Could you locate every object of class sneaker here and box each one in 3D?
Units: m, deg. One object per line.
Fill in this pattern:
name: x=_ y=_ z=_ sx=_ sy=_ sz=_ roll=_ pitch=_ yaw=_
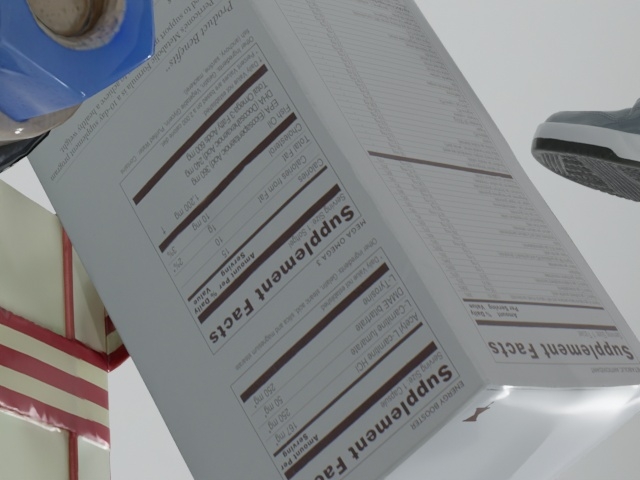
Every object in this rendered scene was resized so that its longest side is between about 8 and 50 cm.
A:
sneaker: x=0.316 y=-0.120 z=1.440 sx=0.124 sy=0.295 sz=0.178 roll=42 pitch=58 yaw=-63

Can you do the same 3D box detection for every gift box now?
gift box: x=-0.236 y=0.098 z=1.023 sx=0.258 sy=0.276 sz=0.255 roll=42 pitch=45 yaw=-63

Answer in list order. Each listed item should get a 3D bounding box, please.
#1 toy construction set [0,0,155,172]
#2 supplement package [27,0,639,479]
toy construction set: x=-0.081 y=-0.172 z=0.445 sx=0.237 sy=0.257 sz=0.309 roll=54 pitch=-12 yaw=-15
supplement package: x=0.000 y=0.000 z=0.765 sx=0.134 sy=0.139 sz=0.244 roll=-44 pitch=-119 yaw=27
